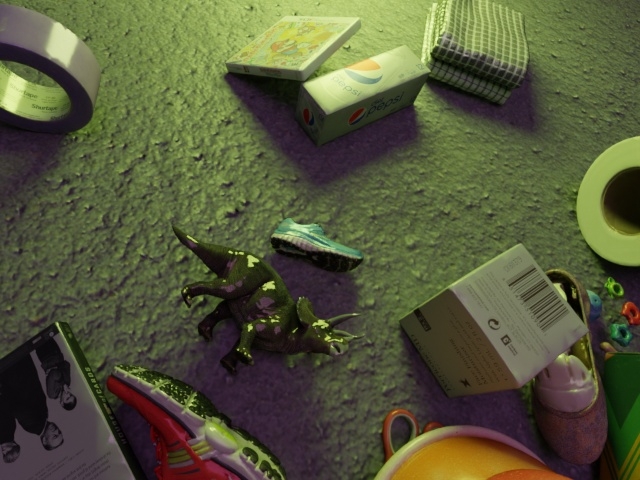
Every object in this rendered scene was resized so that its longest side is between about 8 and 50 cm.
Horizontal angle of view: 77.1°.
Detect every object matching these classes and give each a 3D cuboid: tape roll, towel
[{"bbox_3d":[-0.462,-0.264,0.643,0.189,0.189,0.080,2,65,-12],"label":"tape roll"},{"bbox_3d":[0.661,-0.071,0.771,0.169,0.246,0.246,0,64,-13],"label":"tape roll"},{"bbox_3d":[0.381,-0.497,0.988,0.235,0.121,0.284,17,62,-5],"label":"towel"}]

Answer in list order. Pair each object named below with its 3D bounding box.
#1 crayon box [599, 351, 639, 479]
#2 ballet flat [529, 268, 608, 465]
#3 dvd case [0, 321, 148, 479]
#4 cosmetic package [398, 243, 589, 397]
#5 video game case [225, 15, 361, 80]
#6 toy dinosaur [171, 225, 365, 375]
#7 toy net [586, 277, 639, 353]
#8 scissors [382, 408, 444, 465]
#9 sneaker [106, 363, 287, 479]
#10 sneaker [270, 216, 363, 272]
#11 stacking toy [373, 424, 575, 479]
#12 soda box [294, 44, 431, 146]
[{"bbox_3d":[0.539,0.351,0.605,0.202,0.081,0.319,16,74,-5],"label":"crayon box"},{"bbox_3d":[0.390,0.183,0.656,0.106,0.107,0.316,47,45,-36],"label":"ballet flat"},{"bbox_3d":[-0.337,0.247,0.480,0.179,0.029,0.239,-35,76,-6],"label":"dvd case"},{"bbox_3d":[0.248,0.128,0.613,0.151,0.184,0.151,-25,72,-23],"label":"cosmetic package"},{"bbox_3d":[-0.057,-0.415,0.850,0.206,0.026,0.227,20,58,30],"label":"video game case"},{"bbox_3d":[-0.104,0.093,0.609,0.313,0.121,0.160,42,51,14],"label":"toy dinosaur"},{"bbox_3d":[0.546,0.188,0.733,0.122,0.045,0.232,-9,68,-19],"label":"toy net"},{"bbox_3d":[0.089,0.375,0.547,0.109,0.021,0.297,34,60,3],"label":"scissors"},{"bbox_3d":[-0.176,0.263,0.502,0.279,0.107,0.118,35,76,10],"label":"sneaker"},{"bbox_3d":[0.000,0.000,0.690,0.162,0.063,0.073,20,58,-3],"label":"sneaker"},{"bbox_3d":[0.245,0.352,0.324,0.350,0.480,0.351,5,68,-13],"label":"stacking toy"},{"bbox_3d":[0.090,-0.307,0.842,0.286,0.098,0.091,-30,74,-23],"label":"soda box"}]
